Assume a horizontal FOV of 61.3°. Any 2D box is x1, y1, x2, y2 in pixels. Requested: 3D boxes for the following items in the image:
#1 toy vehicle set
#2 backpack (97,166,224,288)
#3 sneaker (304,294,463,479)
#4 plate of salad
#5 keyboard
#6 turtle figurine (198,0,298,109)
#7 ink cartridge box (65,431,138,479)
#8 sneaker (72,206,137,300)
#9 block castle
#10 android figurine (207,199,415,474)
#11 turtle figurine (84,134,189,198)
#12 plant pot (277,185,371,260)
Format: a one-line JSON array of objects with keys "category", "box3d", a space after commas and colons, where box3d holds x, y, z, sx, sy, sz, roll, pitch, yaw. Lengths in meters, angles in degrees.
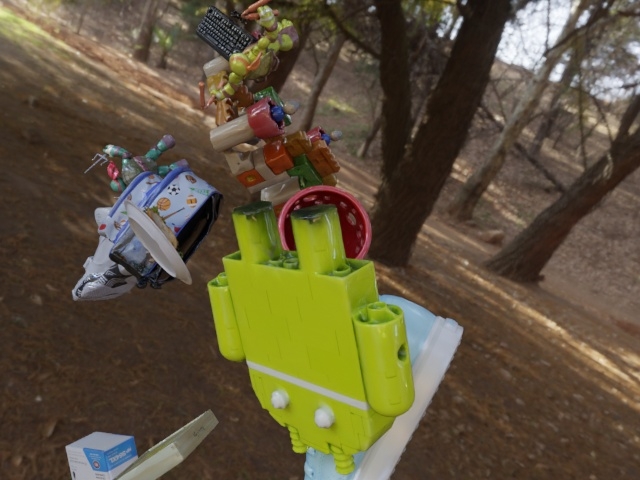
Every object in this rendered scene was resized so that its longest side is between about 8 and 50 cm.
[{"category": "toy vehicle set", "box3d": [-0.301, 0.410, 1.031, 0.035, 0.166, 0.267, 56, -1, 6]}, {"category": "backpack", "box3d": [-0.351, -0.043, 1.240, 0.213, 0.263, 0.276, 43, -3, -7]}, {"category": "sneaker", "box3d": [0.025, 0.231, 0.654, 0.150, 0.365, 0.135, 28, -6, 17]}, {"category": "plate of salad", "box3d": [-0.300, -0.001, 1.020, 0.200, 0.048, 0.199, 39, -25, 22]}, {"category": "keyboard", "box3d": [-0.210, -0.477, 1.222, 0.180, 0.108, 0.023, 45, 10, 29]}, {"category": "turtle figurine", "box3d": [-0.112, -0.356, 1.023, 0.087, 0.269, 0.217, 39, 36, -5]}, {"category": "ink cartridge box", "box3d": [-0.481, 0.551, 1.223, 0.148, 0.203, 0.086, -9, 2, 33]}, {"category": "sneaker", "box3d": [-0.598, 0.032, 1.561, 0.137, 0.366, 0.210, 9, 57, -55]}, {"category": "block castle", "box3d": [-0.083, -0.260, 1.355, 0.453, 0.213, 0.302, 48, 27, -56]}, {"category": "android figurine", "box3d": [-0.016, 0.098, 0.524, 0.248, 0.272, 0.056, 8, 23, 42]}, {"category": "turtle figurine", "box3d": [-0.463, -0.174, 1.388, 0.234, 0.175, 0.118, -34, 31, -28]}, {"category": "plant pot", "box3d": [0.000, 0.000, 1.143, 0.191, 0.191, 0.174, 25, -17, 1]}]
